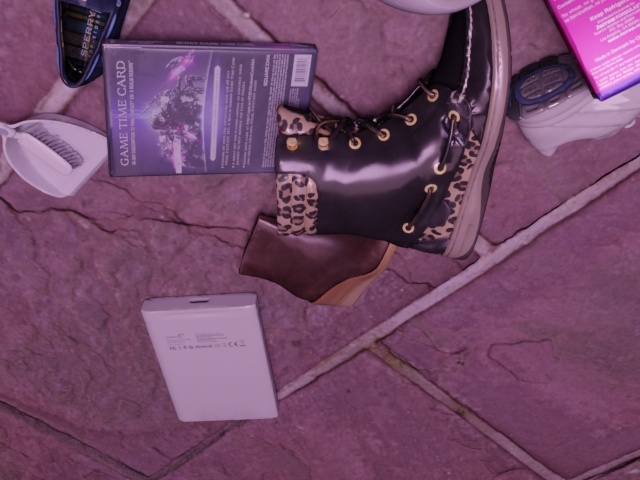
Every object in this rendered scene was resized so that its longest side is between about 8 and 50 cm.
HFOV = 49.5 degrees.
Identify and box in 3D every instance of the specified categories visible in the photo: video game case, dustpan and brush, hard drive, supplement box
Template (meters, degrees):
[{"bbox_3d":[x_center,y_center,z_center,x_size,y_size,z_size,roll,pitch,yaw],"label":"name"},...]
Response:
[{"bbox_3d":[-0.149,-0.175,0.943,0.274,0.026,0.196,-3,130,-16],"label":"video game case"},{"bbox_3d":[-0.420,-0.146,0.996,0.211,0.060,0.147,38,120,-25],"label":"dustpan and brush"},{"bbox_3d":[-0.198,0.227,1.302,0.203,0.040,0.307,-3,129,4],"label":"hard drive"},{"bbox_3d":[0.315,-0.280,0.782,0.114,0.111,0.220,-26,93,22],"label":"supplement box"}]

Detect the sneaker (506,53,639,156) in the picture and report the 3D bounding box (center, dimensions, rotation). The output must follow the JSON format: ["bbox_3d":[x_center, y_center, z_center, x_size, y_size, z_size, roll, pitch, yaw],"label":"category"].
[{"bbox_3d":[0.398,-0.208,0.916,0.297,0.111,0.129,-19,139,23],"label":"sneaker"}]

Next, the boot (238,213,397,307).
[{"bbox_3d":[0.000,0.000,1.084,0.207,0.090,0.248,20,126,-13],"label":"boot"}]

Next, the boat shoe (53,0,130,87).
[{"bbox_3d":[-0.273,-0.302,0.849,0.109,0.089,0.258,10,129,-6],"label":"boat shoe"}]

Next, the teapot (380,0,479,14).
[{"bbox_3d":[0.085,-0.362,0.694,0.253,0.187,0.256,-7,121,-41],"label":"teapot"}]

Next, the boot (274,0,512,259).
[{"bbox_3d":[0.084,-0.151,0.910,0.284,0.138,0.377,3,121,-1],"label":"boot"}]
